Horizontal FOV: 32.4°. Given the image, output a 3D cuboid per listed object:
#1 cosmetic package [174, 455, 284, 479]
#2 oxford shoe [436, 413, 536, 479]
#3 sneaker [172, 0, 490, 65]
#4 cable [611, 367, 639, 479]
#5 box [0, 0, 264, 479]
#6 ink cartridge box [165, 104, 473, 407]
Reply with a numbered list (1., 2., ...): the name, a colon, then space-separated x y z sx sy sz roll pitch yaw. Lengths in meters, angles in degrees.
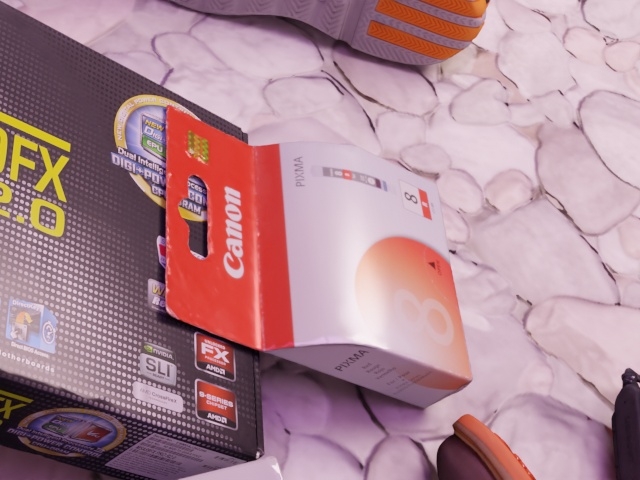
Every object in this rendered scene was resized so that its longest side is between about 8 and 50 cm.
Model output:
1. cosmetic package: -0.032 0.219 0.466 0.098 0.060 0.239 -8 55 -22
2. oxford shoe: 0.091 0.196 0.496 0.098 0.097 0.271 -27 42 6
3. sneaker: -0.025 -0.249 0.804 0.321 0.125 0.180 22 46 -11
4. cable: 0.232 0.153 0.602 0.150 0.047 0.185 13 48 -11
5. box: -0.151 -0.014 0.534 0.270 0.060 0.216 27 44 -35
6. ink cartridge box: 0.000 0.000 0.607 0.179 0.045 0.145 26 43 -34
